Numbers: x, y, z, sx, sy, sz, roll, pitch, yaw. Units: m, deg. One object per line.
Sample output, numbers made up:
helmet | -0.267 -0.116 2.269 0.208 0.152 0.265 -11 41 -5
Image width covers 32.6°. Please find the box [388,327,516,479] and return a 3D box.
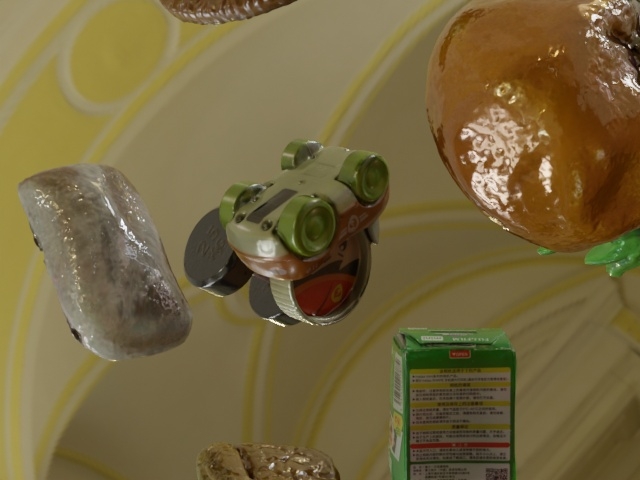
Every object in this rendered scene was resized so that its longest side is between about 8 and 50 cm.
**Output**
box | 0.188 0.251 1.559 0.103 0.180 0.250 -85 -5 -81

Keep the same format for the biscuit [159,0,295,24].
biscuit | -0.033 -0.316 1.067 0.305 0.305 0.038 -42 -53 -12

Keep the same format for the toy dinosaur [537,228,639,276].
toy dinosaur | 0.432 -0.144 1.373 0.374 0.144 0.500 26 -49 -26

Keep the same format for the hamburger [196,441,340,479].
hamburger | -0.059 0.331 1.434 0.206 0.183 0.130 24 -78 -28

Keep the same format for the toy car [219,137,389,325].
toy car | 0.000 0.000 1.420 0.235 0.145 0.235 -16 -67 -42

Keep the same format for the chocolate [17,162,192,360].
chocolate | -0.288 0.017 1.532 0.100 0.303 0.185 -35 -17 36

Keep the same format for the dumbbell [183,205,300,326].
dumbbell | -0.112 0.046 1.889 0.218 0.152 0.152 30 -79 -41

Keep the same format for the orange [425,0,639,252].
orange | 0.205 -0.122 0.916 0.249 0.249 0.183 -11 -29 -48
